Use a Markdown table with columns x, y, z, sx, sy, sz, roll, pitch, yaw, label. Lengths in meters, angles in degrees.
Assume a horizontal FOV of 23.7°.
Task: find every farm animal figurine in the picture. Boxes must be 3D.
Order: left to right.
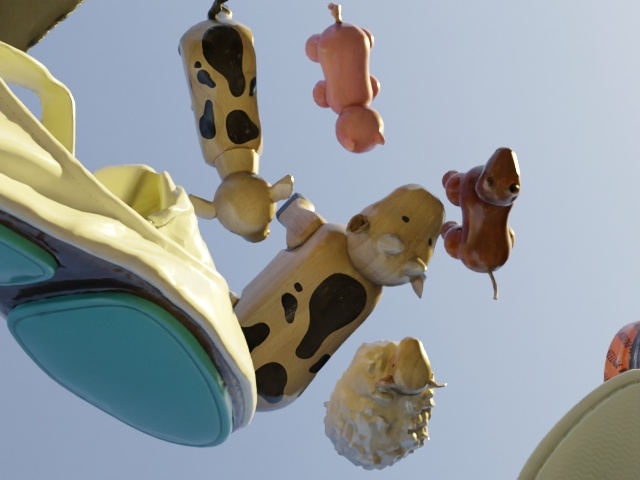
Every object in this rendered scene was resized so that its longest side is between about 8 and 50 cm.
| x | y | z | sx | sy | sz | roll | pitch | yaw | label |
| --- | --- | --- | --- | --- | --- | --- | --- | --- | --- |
| 0.000 | 0.000 | 1.171 | 0.330 | 0.172 | 0.326 | 25 | -78 | -17 | farm animal figurine |

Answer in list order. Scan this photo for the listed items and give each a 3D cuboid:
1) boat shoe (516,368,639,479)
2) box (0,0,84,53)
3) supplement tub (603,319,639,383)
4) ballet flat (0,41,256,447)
| x | y | z | sx | sy | sz | roll | pitch | yaw | label |
| --- | --- | --- | --- | --- | --- | --- | --- | --- | --- |
| 0.149 | 0.217 | 0.916 | 0.302 | 0.114 | 0.091 | -55 | -22 | -22 | boat shoe |
| -0.352 | -0.205 | 0.938 | 0.312 | 0.343 | 0.179 | -49 | -29 | -30 | box |
| 0.431 | 0.120 | 1.394 | 0.194 | 0.316 | 0.193 | 14 | -112 | -40 | supplement tub |
| -0.141 | -0.012 | 0.846 | 0.400 | 0.139 | 0.139 | 45 | -131 | -49 | ballet flat |
